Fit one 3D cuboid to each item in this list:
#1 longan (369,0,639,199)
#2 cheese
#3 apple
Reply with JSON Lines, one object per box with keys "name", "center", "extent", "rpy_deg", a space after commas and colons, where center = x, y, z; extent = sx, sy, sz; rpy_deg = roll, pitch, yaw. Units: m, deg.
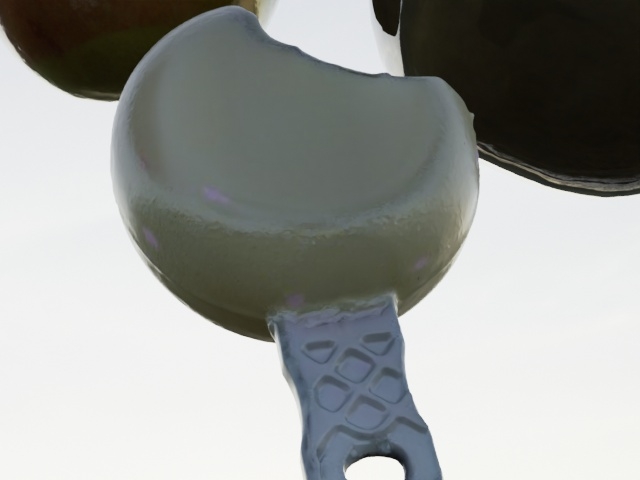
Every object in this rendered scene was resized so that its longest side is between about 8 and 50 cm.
{"name": "longan", "center": [0.181, -0.178, 0.900], "extent": [0.319, 0.319, 0.319], "rpy_deg": [-6, -23, -2]}
{"name": "cheese", "center": [-0.020, 0.003, 0.564], "extent": [0.163, 0.249, 0.071], "rpy_deg": [8, -42, 5]}
{"name": "apple", "center": [-0.144, -0.220, 1.045], "extent": [0.261, 0.261, 0.194], "rpy_deg": [-11, -56, 10]}
